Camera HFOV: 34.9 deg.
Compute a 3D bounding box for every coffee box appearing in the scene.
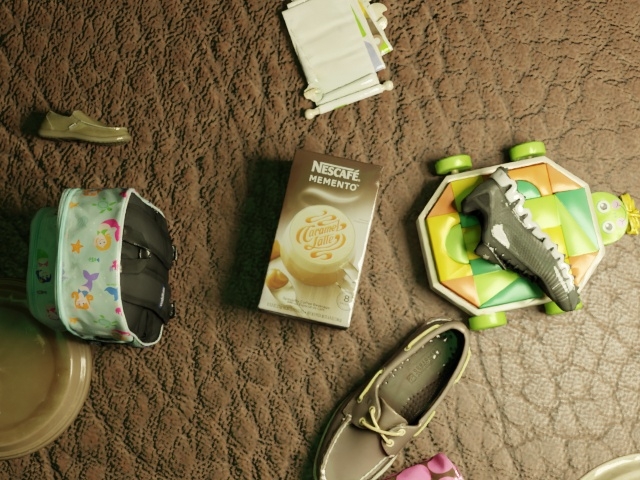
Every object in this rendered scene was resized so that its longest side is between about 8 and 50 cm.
[{"bbox_3d":[0.000,0.000,1.531,0.141,0.098,0.246,12,82,1],"label":"coffee box"}]

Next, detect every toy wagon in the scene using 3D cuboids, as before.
[{"bbox_3d":[0.325,-0.017,1.550,0.345,0.068,0.267,-11,82,-2],"label":"toy wagon"}]

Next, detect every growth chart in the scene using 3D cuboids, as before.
[{"bbox_3d":[0.029,-0.325,1.618,0.172,0.021,0.237,-15,82,-3],"label":"growth chart"}]

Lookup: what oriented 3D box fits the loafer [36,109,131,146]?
[{"bbox_3d":[-0.367,-0.176,1.577,0.148,0.056,0.050,5,88,0],"label":"loafer"}]

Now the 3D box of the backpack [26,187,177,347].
[{"bbox_3d":[-0.310,0.036,1.442,0.191,0.253,0.225,2,79,-1],"label":"backpack"}]

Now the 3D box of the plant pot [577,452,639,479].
[{"bbox_3d":[0.495,0.463,1.361,0.334,0.305,0.333,0,82,0],"label":"plant pot"}]

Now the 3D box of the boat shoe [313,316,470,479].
[{"bbox_3d":[0.105,0.246,1.496,0.116,0.097,0.324,41,84,5],"label":"boat shoe"}]

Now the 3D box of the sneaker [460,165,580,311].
[{"bbox_3d":[0.282,0.014,1.476,0.106,0.078,0.234,-30,79,-2],"label":"sneaker"}]

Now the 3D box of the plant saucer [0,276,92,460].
[{"bbox_3d":[-0.486,0.192,1.532,0.278,0.041,0.277,0,82,-1],"label":"plant saucer"}]

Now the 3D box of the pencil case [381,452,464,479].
[{"bbox_3d":[0.113,0.378,1.455,0.209,0.098,0.095,-22,80,-18],"label":"pencil case"}]
